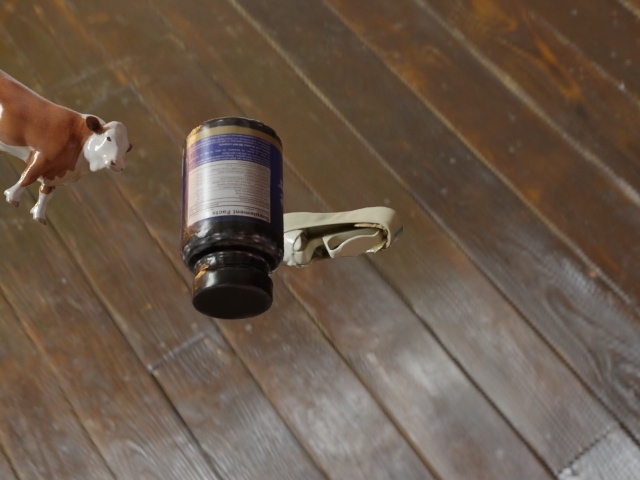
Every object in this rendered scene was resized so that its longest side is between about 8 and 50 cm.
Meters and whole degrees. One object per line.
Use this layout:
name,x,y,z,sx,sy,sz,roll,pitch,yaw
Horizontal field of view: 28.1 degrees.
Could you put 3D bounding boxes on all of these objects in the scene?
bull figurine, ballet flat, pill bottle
bull figurine,-0.433,-0.146,1.919,0.310,0.101,0.188,31,83,15
ballet flat,0.000,0.000,1.908,0.248,0.086,0.086,-10,55,13
pill bottle,-0.104,-0.025,1.502,0.122,0.123,0.219,-7,62,10
